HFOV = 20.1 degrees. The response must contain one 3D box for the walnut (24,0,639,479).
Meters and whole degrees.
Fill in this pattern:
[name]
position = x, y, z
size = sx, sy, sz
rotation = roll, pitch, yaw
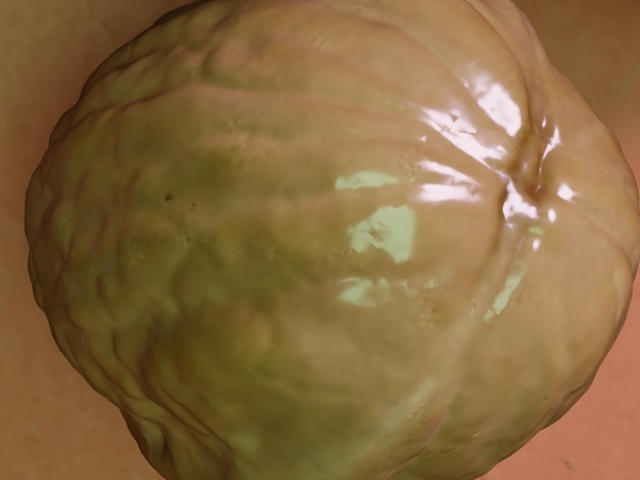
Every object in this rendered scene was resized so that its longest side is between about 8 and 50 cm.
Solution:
[walnut]
position = 0.000, 0.000, 0.712
size = 0.225, 0.261, 0.225
rotation = 5, 81, -36
